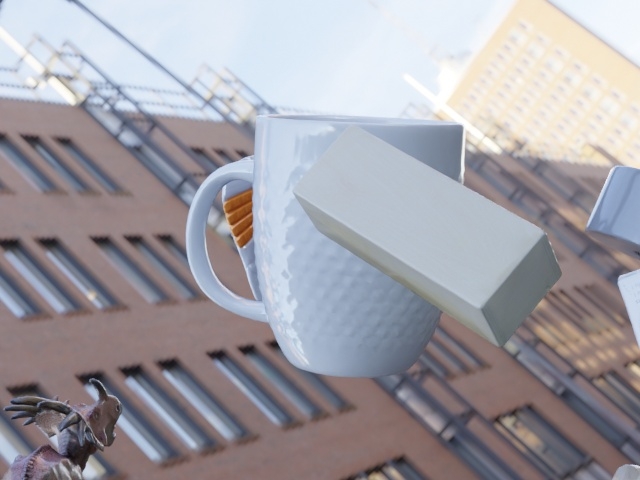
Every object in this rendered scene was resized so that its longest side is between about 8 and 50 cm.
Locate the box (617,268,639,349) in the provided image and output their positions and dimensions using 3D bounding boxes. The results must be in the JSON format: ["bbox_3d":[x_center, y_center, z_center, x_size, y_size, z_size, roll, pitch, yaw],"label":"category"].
[{"bbox_3d":[0.232,0.092,0.552,0.103,0.203,0.114,-1,-20,-41],"label":"box"}]

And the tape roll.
[{"bbox_3d":[0.377,0.001,1.252,0.072,0.219,0.219,-66,-23,1],"label":"tape roll"}]

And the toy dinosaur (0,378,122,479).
[{"bbox_3d":[-0.287,0.254,1.314,0.295,0.127,0.200,-147,69,-82],"label":"toy dinosaur"}]

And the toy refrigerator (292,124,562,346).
[{"bbox_3d":[0.106,-0.007,1.299,0.102,0.269,0.094,-49,-37,-12],"label":"toy refrigerator"}]

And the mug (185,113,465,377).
[{"bbox_3d":[0.000,0.000,1.683,0.276,0.374,0.328,-25,-62,-75],"label":"mug"}]

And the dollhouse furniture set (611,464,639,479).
[{"bbox_3d":[0.591,0.376,1.488,0.362,0.394,0.256,10,-71,-25],"label":"dollhouse furniture set"}]

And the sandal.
[{"bbox_3d":[-0.102,-0.009,2.084,0.102,0.265,0.076,-12,10,-8],"label":"sandal"}]
